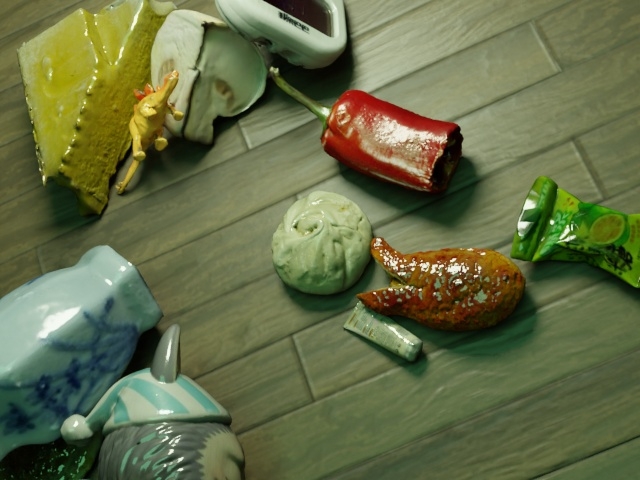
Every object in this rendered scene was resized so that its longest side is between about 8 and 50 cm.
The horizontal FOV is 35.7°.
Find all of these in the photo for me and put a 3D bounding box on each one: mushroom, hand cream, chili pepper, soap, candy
[{"bbox_3d":[-0.208,-0.312,1.834,0.173,0.162,0.236,45,126,46],"label":"mushroom"},{"bbox_3d":[0.104,0.152,1.630,0.143,0.039,0.061,31,89,32],"label":"hand cream"},{"bbox_3d":[0.069,-0.186,1.701,0.338,0.131,0.134,21,103,18],"label":"chili pepper"},{"bbox_3d":[-0.378,-0.257,1.835,0.304,0.169,0.338,-26,67,17],"label":"soap"},{"bbox_3d":[0.435,-0.004,1.568,0.246,0.069,0.149,16,71,25],"label":"candy"}]

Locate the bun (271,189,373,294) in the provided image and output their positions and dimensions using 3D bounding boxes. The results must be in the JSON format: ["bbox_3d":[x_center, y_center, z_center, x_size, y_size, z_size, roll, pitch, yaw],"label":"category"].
[{"bbox_3d":[0.000,0.000,1.672,0.183,0.102,0.183,-4,73,13],"label":"bun"}]

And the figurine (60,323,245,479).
[{"bbox_3d":[-0.270,0.333,1.595,0.361,0.266,0.377,-13,50,30],"label":"figurine"}]

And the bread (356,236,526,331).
[{"bbox_3d":[0.191,0.071,1.595,0.269,0.095,0.139,8,76,13],"label":"bread"}]

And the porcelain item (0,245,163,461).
[{"bbox_3d":[-0.456,0.197,1.628,0.178,0.242,0.405,23,57,43],"label":"porcelain item"}]

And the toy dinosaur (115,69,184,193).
[{"bbox_3d":[-0.315,-0.209,1.802,0.288,0.070,0.117,-55,38,40],"label":"toy dinosaur"}]

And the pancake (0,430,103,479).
[{"bbox_3d":[-0.493,0.343,1.728,0.254,0.037,0.253,-5,69,15],"label":"pancake"}]

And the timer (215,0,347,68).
[{"bbox_3d":[-0.074,-0.425,1.763,0.087,0.262,0.237,-38,41,40],"label":"timer"}]
